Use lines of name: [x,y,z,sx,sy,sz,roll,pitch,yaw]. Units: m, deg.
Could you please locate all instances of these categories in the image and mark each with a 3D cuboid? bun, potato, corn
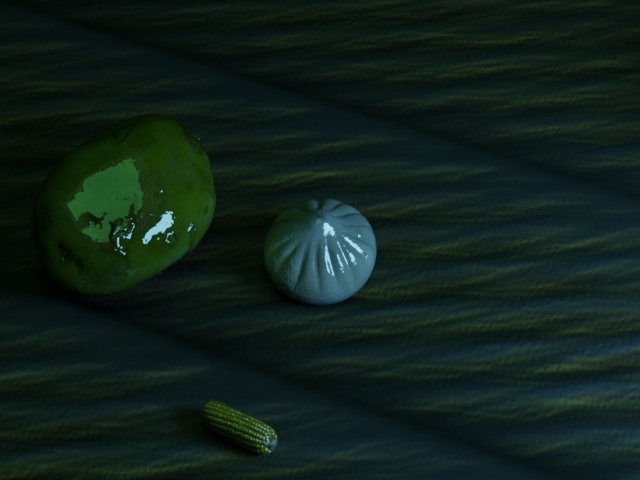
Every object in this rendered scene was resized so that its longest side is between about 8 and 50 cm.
bun: [0.000,0.000,1.715,0.138,0.094,0.138,1,52,-2]
potato: [-0.227,-0.042,1.711,0.186,0.148,0.253,19,58,16]
corn: [-0.091,0.205,1.605,0.092,0.037,0.037,24,58,19]
